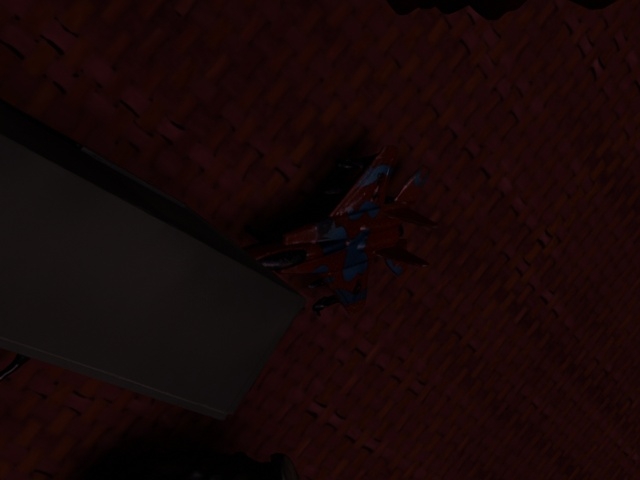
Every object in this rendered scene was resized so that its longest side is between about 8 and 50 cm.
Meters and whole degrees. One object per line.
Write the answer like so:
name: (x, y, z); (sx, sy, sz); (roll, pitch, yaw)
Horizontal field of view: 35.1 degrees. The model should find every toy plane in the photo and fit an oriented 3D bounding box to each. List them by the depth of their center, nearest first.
toy plane: (-0.002, -0.002, 0.674); (0.189, 0.061, 0.130); (-6, 121, -34)

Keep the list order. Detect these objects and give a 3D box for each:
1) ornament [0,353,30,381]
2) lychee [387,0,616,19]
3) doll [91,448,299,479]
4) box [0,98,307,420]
ornament: (-0.229, 0.085, 0.554); (0.125, 0.028, 0.073); (-44, 136, -14)
lychee: (0.082, -0.295, 0.288); (0.424, 0.425, 0.500); (8, 141, -44)
doll: (-0.068, 0.311, 0.698); (0.247, 0.247, 0.350); (-17, 112, -33)
box: (-0.131, -0.001, 0.509); (0.225, 0.129, 0.086); (31, 94, -47)
